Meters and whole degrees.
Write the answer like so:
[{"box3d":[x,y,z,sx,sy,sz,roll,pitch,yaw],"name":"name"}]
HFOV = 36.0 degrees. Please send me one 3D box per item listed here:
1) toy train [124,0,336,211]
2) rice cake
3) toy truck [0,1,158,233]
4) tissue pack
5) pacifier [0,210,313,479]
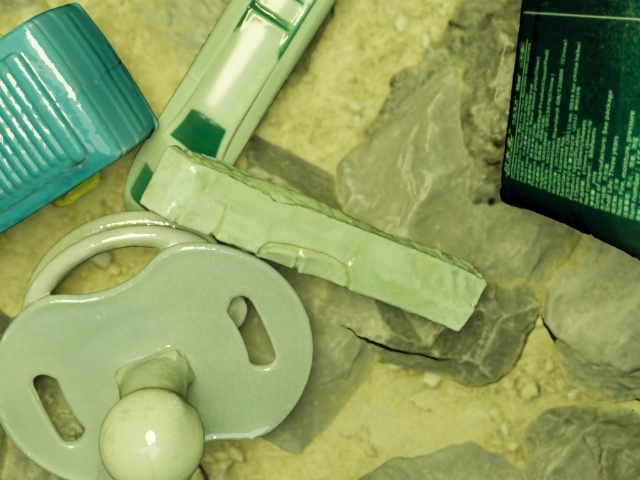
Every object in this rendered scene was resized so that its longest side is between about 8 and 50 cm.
[{"box3d":[-0.057,-0.172,0.883,0.086,0.088,0.407,31,99,-11],"name":"toy train"},{"box3d":[0.000,0.000,0.900,0.336,0.063,0.066,21,100,-22],"name":"rice cake"},{"box3d":[-0.335,-0.048,0.838,0.385,0.162,0.161,-29,104,11],"name":"toy truck"},{"box3d":[0.317,-0.199,0.798,0.253,0.264,0.416,1,102,-22],"name":"tissue pack"},{"box3d":[-0.151,0.124,0.860,0.300,0.233,0.244,-23,117,0],"name":"pacifier"}]
